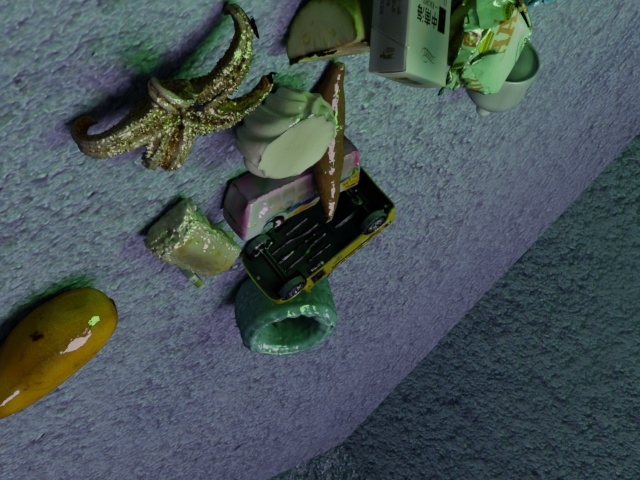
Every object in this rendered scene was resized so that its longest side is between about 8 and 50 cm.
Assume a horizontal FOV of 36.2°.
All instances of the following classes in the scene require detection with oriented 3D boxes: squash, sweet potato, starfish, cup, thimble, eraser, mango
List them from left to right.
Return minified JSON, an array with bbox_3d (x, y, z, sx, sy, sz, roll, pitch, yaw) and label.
[{"bbox_3d":[-0.486,0.193,1.729,0.295,0.120,0.177,-37,167,1],"label":"mango"},{"bbox_3d":[-0.193,-0.204,1.403,0.303,0.113,0.312,-40,169,12],"label":"starfish"},{"bbox_3d":[-0.257,0.073,1.969,0.019,0.038,0.083,-42,161,-5],"label":"eraser"},{"bbox_3d":[-0.084,0.163,2.220,0.235,0.143,0.198,-16,144,3],"label":"thimble"},{"bbox_3d":[0.010,-0.175,1.763,0.072,0.066,0.314,-6,119,-18],"label":"sweet potato"},{"bbox_3d":[0.083,-0.350,1.554,0.252,0.093,0.169,-18,-172,-40],"label":"squash"},{"bbox_3d":[0.366,-0.352,2.037,0.134,0.174,0.142,0,151,-9],"label":"cup"}]

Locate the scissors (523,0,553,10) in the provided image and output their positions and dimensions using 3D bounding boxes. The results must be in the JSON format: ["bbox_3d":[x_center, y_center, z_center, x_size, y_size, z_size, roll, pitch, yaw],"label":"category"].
[{"bbox_3d":[0.476,-0.548,1.904,0.125,0.030,0.256,-26,159,-28],"label":"scissors"}]

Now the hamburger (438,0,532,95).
[{"bbox_3d":[0.293,-0.371,1.845,0.235,0.125,0.214,-47,152,12],"label":"hamburger"}]

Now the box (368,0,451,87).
[{"bbox_3d":[0.140,-0.361,1.480,0.155,0.067,0.243,4,91,-59],"label":"box"}]

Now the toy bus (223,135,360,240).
[{"bbox_3d":[-0.054,-0.108,1.860,0.274,0.090,0.112,-29,151,-24],"label":"toy bus"}]

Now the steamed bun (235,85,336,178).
[{"bbox_3d":[-0.061,-0.189,1.653,0.182,0.106,0.183,-30,154,-17],"label":"steamed bun"}]

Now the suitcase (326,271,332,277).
[{"bbox_3d":[-0.034,0.079,2.333,0.126,0.059,0.086,-34,158,-7],"label":"suitcase"}]

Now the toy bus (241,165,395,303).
[{"bbox_3d":[0.000,0.000,2.096,0.331,0.145,0.151,-38,162,-3],"label":"toy bus"}]

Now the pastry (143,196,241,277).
[{"bbox_3d":[-0.232,0.008,1.817,0.121,0.089,0.258,-28,158,6],"label":"pastry"}]
